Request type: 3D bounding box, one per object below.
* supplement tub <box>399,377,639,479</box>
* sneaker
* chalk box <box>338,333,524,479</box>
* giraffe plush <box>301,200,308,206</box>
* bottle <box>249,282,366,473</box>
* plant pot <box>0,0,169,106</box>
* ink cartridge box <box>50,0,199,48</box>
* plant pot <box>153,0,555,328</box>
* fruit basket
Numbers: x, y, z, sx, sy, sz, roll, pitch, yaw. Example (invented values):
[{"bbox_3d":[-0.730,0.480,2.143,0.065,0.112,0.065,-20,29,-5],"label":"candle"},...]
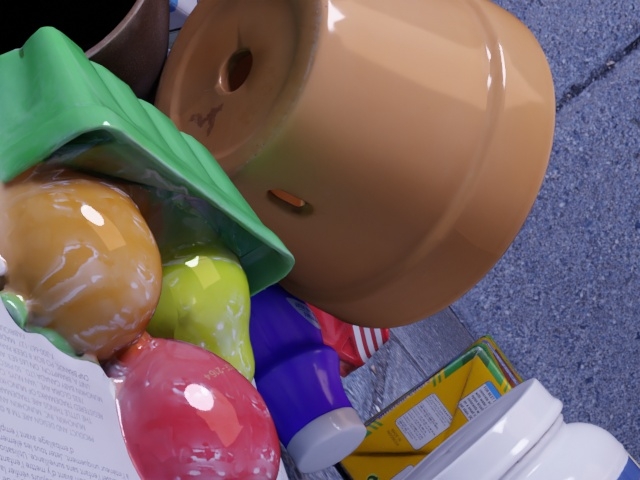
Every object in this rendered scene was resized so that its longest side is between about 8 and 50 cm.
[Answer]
[{"bbox_3d":[0.207,0.300,1.023,0.325,0.235,0.235,50,8,5],"label":"supplement tub"},{"bbox_3d":[-0.009,0.041,1.349,0.221,0.128,0.087,51,8,-9],"label":"sneaker"},{"bbox_3d":[0.154,0.220,1.299,0.180,0.179,0.289,54,8,6],"label":"chalk box"},{"bbox_3d":[0.000,0.000,1.508,0.181,0.210,0.170,-34,104,-58],"label":"giraffe plush"},{"bbox_3d":[-0.058,0.068,1.087,0.283,0.092,0.118,56,8,28],"label":"bottle"},{"bbox_3d":[-0.209,-0.167,1.002,0.215,0.215,0.230,55,-7,20],"label":"plant pot"},{"bbox_3d":[-0.232,-0.347,1.289,0.395,0.166,0.285,-43,120,-85],"label":"ink cartridge box"},{"bbox_3d":[0.008,-0.096,0.979,0.203,0.291,0.291,24,25,-39],"label":"plant pot"},{"bbox_3d":[-0.115,0.073,0.711,0.327,0.165,0.353,38,32,-58],"label":"fruit basket"}]
